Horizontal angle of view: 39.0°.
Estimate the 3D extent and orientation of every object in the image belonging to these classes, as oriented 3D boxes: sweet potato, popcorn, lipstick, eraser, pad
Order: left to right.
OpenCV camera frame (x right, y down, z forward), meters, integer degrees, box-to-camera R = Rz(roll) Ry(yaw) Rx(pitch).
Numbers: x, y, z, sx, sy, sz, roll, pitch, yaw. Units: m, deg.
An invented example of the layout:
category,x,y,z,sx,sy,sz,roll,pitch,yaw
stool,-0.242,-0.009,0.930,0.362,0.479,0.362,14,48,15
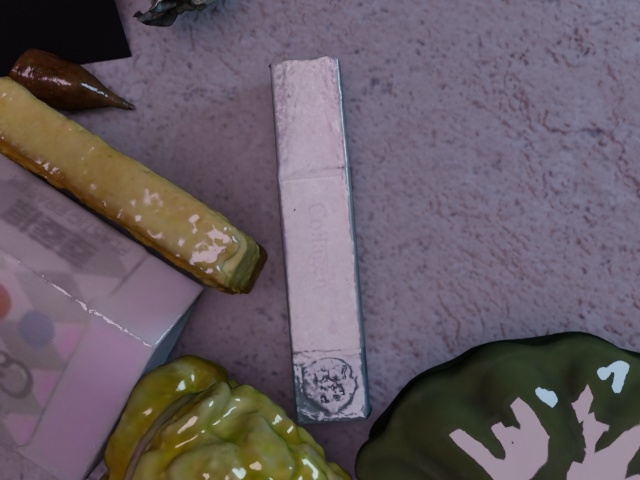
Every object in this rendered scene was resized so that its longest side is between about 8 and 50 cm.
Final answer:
category,x,y,z,sx,sy,sz,roll,pitch,yaw
eraser,-0.324,0.027,0.816,0.396,0.082,0.213,32,109,5
pad,-0.284,-0.213,0.837,0.190,0.004,0.127,-8,126,4
sweet potato,-0.231,-0.144,0.853,0.117,0.049,0.049,19,89,-7
popcorn,-0.089,0.223,0.735,0.259,0.259,0.212,37,69,5
lipstick,0.000,0.000,0.813,0.066,0.068,0.317,-5,88,5

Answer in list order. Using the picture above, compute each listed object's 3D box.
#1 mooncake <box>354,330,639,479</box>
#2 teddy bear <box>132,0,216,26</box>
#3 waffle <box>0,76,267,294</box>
category,x,y,z,sx,sy,sz,roll,pitch,yaw
mooncake,0.196,0.247,0.733,0.351,0.187,0.351,0,85,5
teddy bear,-0.098,-0.279,0.816,0.133,0.111,0.213,-2,75,46
waffle,-0.170,-0.042,0.780,0.274,0.168,0.057,32,86,7
